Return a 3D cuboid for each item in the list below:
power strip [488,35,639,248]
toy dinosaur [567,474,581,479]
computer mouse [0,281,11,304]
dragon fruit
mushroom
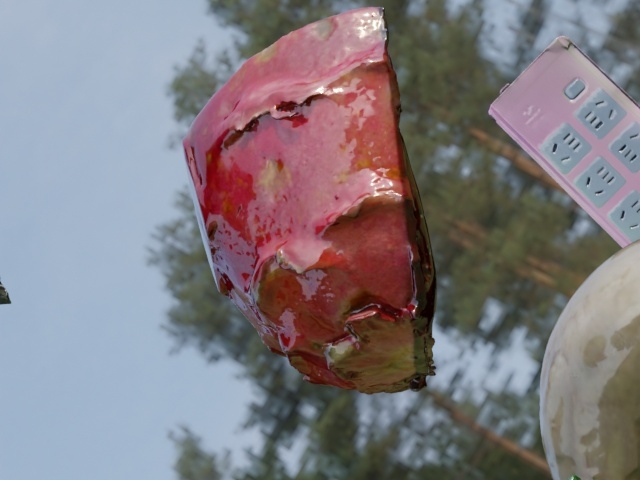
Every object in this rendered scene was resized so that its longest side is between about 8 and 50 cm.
[{"bbox_3d":[0.284,-0.071,1.659,0.109,0.279,0.037,-45,-16,7],"label":"power strip"},{"bbox_3d":[0.198,0.218,1.203,0.060,0.119,0.029,15,-45,-21],"label":"toy dinosaur"},{"bbox_3d":[-0.415,0.040,2.070,0.047,0.135,0.079,-59,-41,-20],"label":"computer mouse"},{"bbox_3d":[0.000,0.000,1.057,0.261,0.189,0.163,76,-146,-49],"label":"dragon fruit"},{"bbox_3d":[0.312,0.136,1.311,0.290,0.297,0.297,-97,29,-76],"label":"mushroom"}]
